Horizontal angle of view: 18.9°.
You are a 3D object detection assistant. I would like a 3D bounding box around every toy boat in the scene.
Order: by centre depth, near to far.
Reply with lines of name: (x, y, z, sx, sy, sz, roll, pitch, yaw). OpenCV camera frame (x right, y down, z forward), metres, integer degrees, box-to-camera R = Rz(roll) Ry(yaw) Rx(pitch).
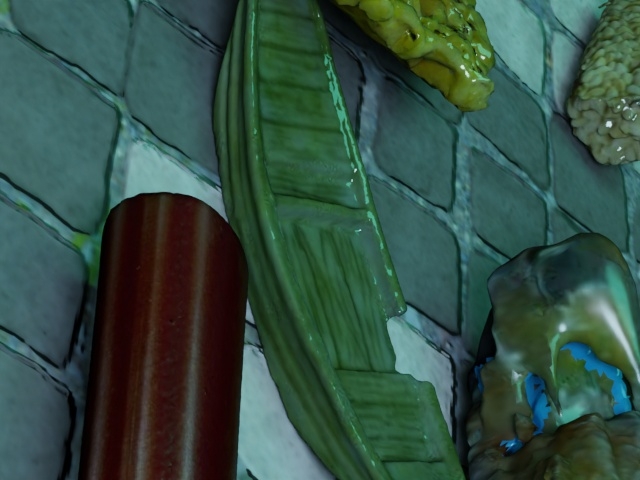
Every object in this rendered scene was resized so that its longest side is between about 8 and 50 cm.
toy boat: (0.000, 0.000, 0.982, 0.093, 0.055, 0.293, 8, 59, -48)

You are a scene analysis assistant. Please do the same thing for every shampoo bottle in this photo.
shampoo bottle: (-0.067, 0.111, 0.793, 0.102, 0.064, 0.260, 78, 10, -53)

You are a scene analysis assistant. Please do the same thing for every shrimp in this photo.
shrimp: (0.118, 0.181, 0.916, 0.221, 0.110, 0.445, 68, 16, -47)

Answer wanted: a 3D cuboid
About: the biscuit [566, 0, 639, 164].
biscuit: (0.223, -0.115, 1.327, 0.168, 0.082, 0.070, -62, 140, -51)

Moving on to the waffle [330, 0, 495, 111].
waffle: (0.012, -0.183, 1.088, 0.254, 0.052, 0.245, 44, 19, -24)
